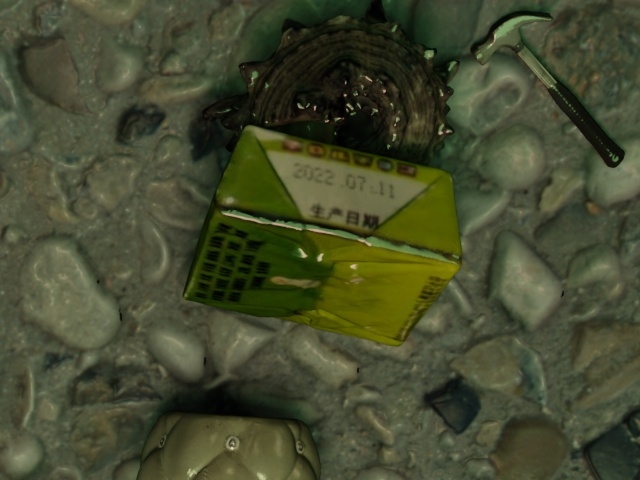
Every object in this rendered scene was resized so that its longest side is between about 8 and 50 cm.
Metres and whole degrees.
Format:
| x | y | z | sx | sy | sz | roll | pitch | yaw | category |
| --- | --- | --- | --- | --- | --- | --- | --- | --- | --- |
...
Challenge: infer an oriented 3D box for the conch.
| x | y | z | sx | sy | sz | roll | pitch | yaw | category |
| --- | --- | --- | --- | --- | --- | --- | --- | --- | --- |
| 0.020 | -0.156 | 1.827 | 0.313 | 0.186 | 0.241 | -8 | 123 | -19 | conch |

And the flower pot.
| x | y | z | sx | sy | sz | roll | pitch | yaw | category |
| --- | --- | --- | --- | --- | --- | --- | --- | --- | --- |
| -0.117 | 0.320 | 1.940 | 0.246 | 0.246 | 0.195 | 5 | 85 | -5 | flower pot |

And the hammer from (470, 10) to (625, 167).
| x | y | z | sx | sy | sz | roll | pitch | yaw | category |
| --- | --- | --- | --- | --- | --- | --- | --- | --- | --- |
| 0.304 | -0.187 | 1.894 | 0.103 | 0.029 | 0.246 | -42 | 108 | 12 | hammer |

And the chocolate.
| x | y | z | sx | sy | sz | roll | pitch | yaw | category |
| --- | --- | --- | --- | --- | --- | --- | --- | --- | --- |
| 0.000 | 0.000 | 1.813 | 0.288 | 0.301 | 0.137 | 13 | 66 | -7 | chocolate |
